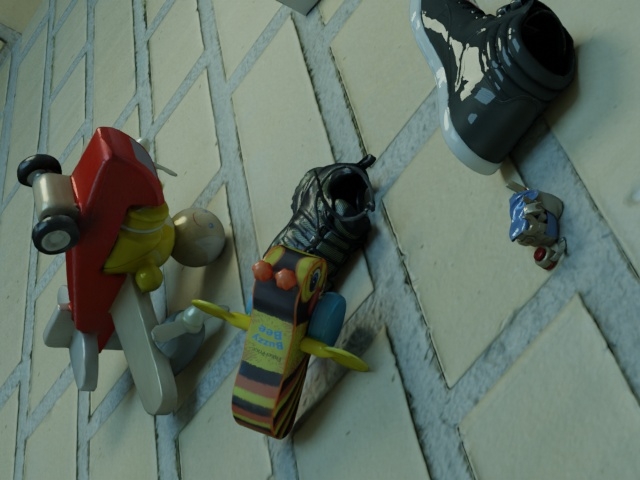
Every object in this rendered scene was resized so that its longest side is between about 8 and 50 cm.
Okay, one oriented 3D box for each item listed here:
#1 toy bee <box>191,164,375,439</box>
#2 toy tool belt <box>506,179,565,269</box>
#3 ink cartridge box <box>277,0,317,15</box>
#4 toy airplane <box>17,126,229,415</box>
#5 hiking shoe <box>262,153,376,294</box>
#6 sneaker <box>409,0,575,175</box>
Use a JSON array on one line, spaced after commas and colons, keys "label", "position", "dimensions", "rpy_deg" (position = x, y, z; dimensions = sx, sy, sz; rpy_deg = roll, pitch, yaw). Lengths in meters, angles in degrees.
[{"label": "toy bee", "position": [-0.047, 0.068, 1.359], "dimensions": [0.195, 0.162, 0.298], "rpy_deg": [-4, 88, 18]}, {"label": "toy tool belt", "position": [0.190, -0.016, 1.175], "dimensions": [0.052, 0.051, 0.083], "rpy_deg": [-40, 34, 40]}, {"label": "ink cartridge box", "position": [-0.005, -0.432, 1.940], "dimensions": [0.150, 0.063, 0.109], "rpy_deg": [-43, 32, 36]}, {"label": "toy airplane", "position": [-0.266, 0.034, 1.806], "dimensions": [0.384, 0.272, 0.386], "rpy_deg": [-175, 74, -74]}, {"label": "hiking shoe", "position": [0.000, 0.000, 1.478], "dimensions": [0.114, 0.086, 0.227], "rpy_deg": [-26, 44, 54]}, {"label": "sneaker", "position": [0.184, -0.214, 1.335], "dimensions": [0.147, 0.105, 0.295], "rpy_deg": [-43, 37, 32]}]
